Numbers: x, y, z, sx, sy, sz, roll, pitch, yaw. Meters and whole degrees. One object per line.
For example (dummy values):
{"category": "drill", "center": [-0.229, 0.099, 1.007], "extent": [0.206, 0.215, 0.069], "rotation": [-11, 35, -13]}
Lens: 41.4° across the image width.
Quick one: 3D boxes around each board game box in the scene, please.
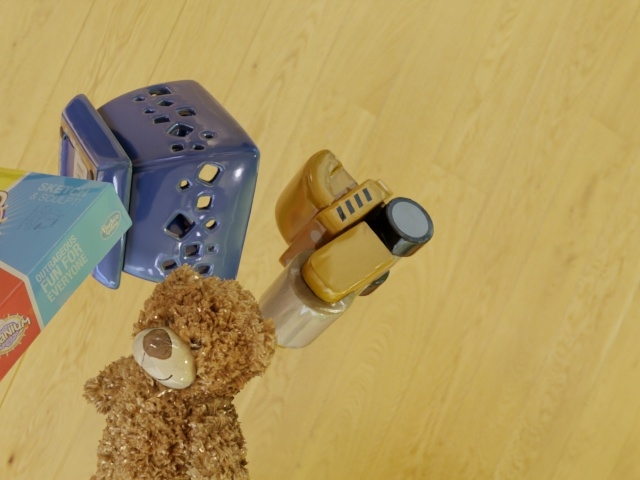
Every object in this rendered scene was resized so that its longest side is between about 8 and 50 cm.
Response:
{"category": "board game box", "center": [-0.404, 0.017, 0.932], "extent": [0.242, 0.317, 0.064], "rotation": [-58, 145, -37]}

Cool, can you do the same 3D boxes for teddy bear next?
{"category": "teddy bear", "center": [-0.165, 0.193, 0.842], "extent": [0.113, 0.245, 0.338], "rotation": [10, 128, -35]}

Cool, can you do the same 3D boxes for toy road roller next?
{"category": "toy road roller", "center": [0.000, 0.000, 1.409], "extent": [0.240, 0.202, 0.330], "rotation": [49, 48, 7]}

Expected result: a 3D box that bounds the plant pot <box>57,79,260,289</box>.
{"category": "plant pot", "center": [-0.241, -0.076, 1.183], "extent": [0.212, 0.236, 0.235], "rotation": [-7, 128, -31]}
